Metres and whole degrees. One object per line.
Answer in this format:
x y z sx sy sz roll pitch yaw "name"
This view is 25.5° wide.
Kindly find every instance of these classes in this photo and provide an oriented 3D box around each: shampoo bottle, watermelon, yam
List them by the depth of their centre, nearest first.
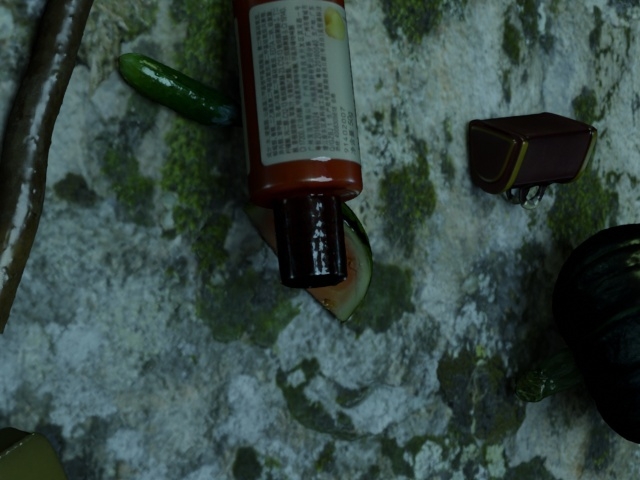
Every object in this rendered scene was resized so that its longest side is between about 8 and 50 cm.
-0.239 -0.085 1.177 0.045 0.045 0.326 29 73 -58 "yam"
-0.018 -0.095 1.272 0.104 0.104 0.278 3 77 -37 "shampoo bottle"
0.011 -0.004 1.355 0.163 0.069 0.087 49 63 -26 "watermelon"

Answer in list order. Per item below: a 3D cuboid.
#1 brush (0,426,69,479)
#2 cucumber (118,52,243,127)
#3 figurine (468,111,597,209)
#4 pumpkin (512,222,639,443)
-0.291 0.247 1.140 0.197 0.059 0.123 -32 113 -31 "brush"
-0.116 -0.128 1.273 0.155 0.037 0.037 23 78 -35 "cucumber"
0.235 -0.083 1.524 0.154 0.082 0.098 -7 110 -38 "figurine"
0.324 0.113 1.528 0.248 0.248 0.248 -2 93 -37 "pumpkin"
